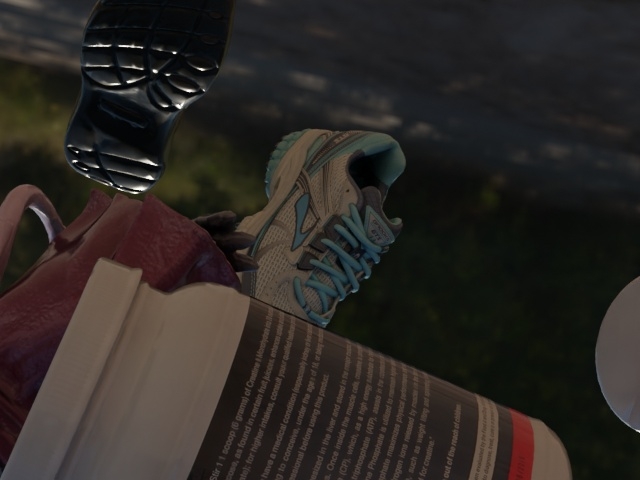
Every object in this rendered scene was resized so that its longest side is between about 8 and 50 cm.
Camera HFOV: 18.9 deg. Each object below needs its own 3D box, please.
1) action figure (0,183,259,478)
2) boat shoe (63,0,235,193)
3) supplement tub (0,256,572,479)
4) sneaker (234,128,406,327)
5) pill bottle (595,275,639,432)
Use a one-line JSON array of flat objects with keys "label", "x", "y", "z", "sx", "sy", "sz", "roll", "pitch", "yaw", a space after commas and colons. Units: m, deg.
[{"label": "action figure", "x": -0.210, "y": 0.104, "z": 1.152, "sx": 0.275, "sy": 0.370, "sz": 0.248, "roll": 28, "pitch": 146, "yaw": 33}, {"label": "boat shoe", "x": -0.149, "y": -0.173, "z": 1.728, "sx": 0.122, "sy": 0.120, "sz": 0.324, "roll": 27, "pitch": 143, "yaw": -7}, {"label": "supplement tub", "x": -0.024, "y": 0.137, "z": 1.008, "sx": 0.272, "sy": 0.191, "sz": 0.191, "roll": 24, "pitch": 178, "yaw": -6}, {"label": "sneaker", "x": 0.000, "y": 0.000, "z": 1.668, "sx": 0.122, "sy": 0.283, "sz": 0.110, "roll": -9, "pitch": 134, "yaw": 27}, {"label": "pill bottle", "x": 0.334, "y": 0.100, "z": 1.464, "sx": 0.153, "sy": 0.153, "sz": 0.264, "roll": 11, "pitch": 178, "yaw": 44}]
